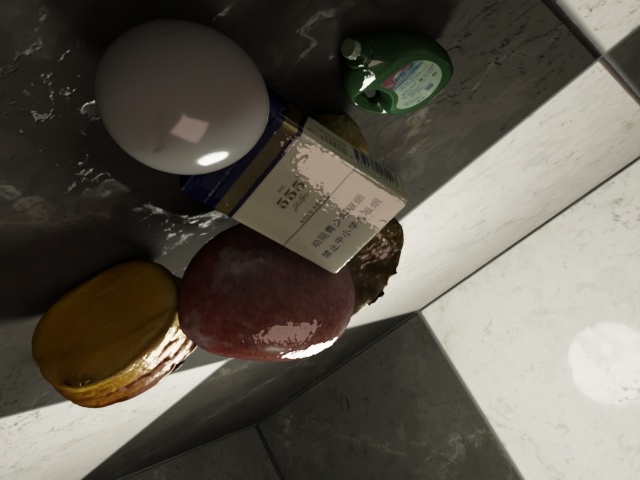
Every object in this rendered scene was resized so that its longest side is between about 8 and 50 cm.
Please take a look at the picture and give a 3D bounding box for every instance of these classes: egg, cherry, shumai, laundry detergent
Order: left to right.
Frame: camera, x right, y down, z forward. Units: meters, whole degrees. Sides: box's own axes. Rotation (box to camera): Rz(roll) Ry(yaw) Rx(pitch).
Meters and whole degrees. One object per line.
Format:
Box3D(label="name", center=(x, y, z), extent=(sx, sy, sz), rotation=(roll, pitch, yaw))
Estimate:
Box3D(label="egg", center=(-0.130, -0.138, 0.595), extent=(0.146, 0.146, 0.199), rotation=(-37, 169, 18))
Box3D(label="cherry", center=(-0.089, 0.079, 0.951), extent=(0.307, 0.261, 0.221), rotation=(-12, 114, -43))
Box3D(label="shumai", center=(-0.002, -0.003, 1.195), extent=(0.346, 0.217, 0.283), rotation=(-37, 131, -12))
Box3D(label="laundry detergent", center=(0.088, -0.229, 0.819), extent=(0.137, 0.063, 0.211), rotation=(-35, 162, 33))

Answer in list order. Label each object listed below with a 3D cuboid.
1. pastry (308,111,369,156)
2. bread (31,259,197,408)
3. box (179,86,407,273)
Box3D(label="pastry", center=(-0.022, -0.107, 0.918), extent=(0.192, 0.093, 0.182), rotation=(-24, 162, -17))
Box3D(label="bread", center=(-0.323, 0.149, 0.977), extent=(0.270, 0.195, 0.142), rotation=(-34, 154, -10))
Box3D(label="box", center=(-0.034, -0.076, 0.796), extent=(0.259, 0.071, 0.168), rotation=(31, 121, -25))
